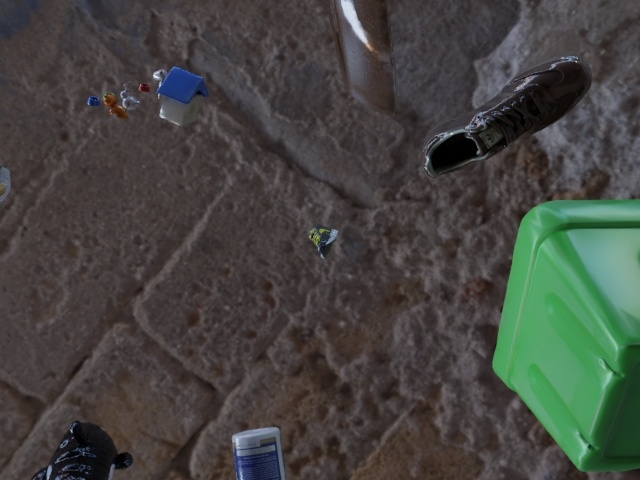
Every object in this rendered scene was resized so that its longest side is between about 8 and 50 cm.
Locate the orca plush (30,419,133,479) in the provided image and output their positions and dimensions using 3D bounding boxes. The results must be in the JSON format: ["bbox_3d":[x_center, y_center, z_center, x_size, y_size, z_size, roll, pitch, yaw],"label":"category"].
[{"bbox_3d":[-0.376,0.323,0.970,0.151,0.102,0.287,-8,8,5],"label":"orca plush"}]

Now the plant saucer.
[{"bbox_3d":[0.025,-0.196,0.537,0.036,0.198,0.198,-12,-4,3],"label":"plant saucer"}]

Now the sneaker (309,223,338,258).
[{"bbox_3d":[0.000,0.000,0.855,0.083,0.035,0.031,-61,-3,-77],"label":"sneaker"}]

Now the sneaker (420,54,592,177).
[{"bbox_3d":[0.186,-0.115,0.667,0.188,0.066,0.071,-30,21,35],"label":"sneaker"}]

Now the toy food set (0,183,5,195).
[{"bbox_3d":[-0.455,-0.054,0.840,0.083,0.083,0.020,-58,-38,-47],"label":"toy food set"}]

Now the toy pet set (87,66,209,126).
[{"bbox_3d":[-0.211,-0.196,0.837,0.122,0.114,0.065,-48,-20,-60],"label":"toy pet set"}]

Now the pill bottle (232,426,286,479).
[{"bbox_3d":[-0.080,0.319,0.885,0.067,0.120,0.067,-8,-10,-1],"label":"pill bottle"}]

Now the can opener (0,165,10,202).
[{"bbox_3d":[-0.714,-0.131,1.223,0.280,0.093,0.074,18,-98,-59],"label":"can opener"}]

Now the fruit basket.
[{"bbox_3d":[0.376,0.062,0.722,0.392,0.392,0.282,-46,-35,-46],"label":"fruit basket"}]
